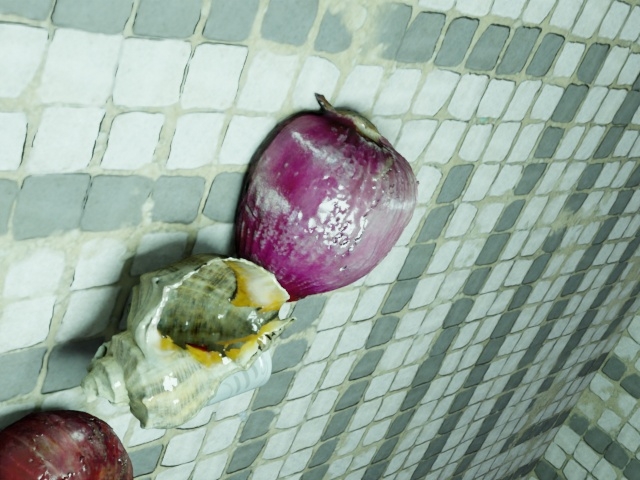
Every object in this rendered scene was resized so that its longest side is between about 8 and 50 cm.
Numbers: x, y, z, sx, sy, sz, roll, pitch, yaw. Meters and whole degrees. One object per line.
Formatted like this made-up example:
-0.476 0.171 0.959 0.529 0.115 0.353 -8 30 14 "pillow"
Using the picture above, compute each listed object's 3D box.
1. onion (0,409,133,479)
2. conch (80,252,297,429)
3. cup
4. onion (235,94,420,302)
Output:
-0.344 0.343 1.016 0.252 0.219 0.252 -39 149 -28 "onion"
-0.181 0.119 1.035 0.291 0.158 0.210 -24 112 -42 "conch"
-0.143 0.176 1.164 0.133 0.099 0.136 -12 151 -40 "cup"
0.000 0.000 1.107 0.267 0.159 0.349 14 112 -49 "onion"
